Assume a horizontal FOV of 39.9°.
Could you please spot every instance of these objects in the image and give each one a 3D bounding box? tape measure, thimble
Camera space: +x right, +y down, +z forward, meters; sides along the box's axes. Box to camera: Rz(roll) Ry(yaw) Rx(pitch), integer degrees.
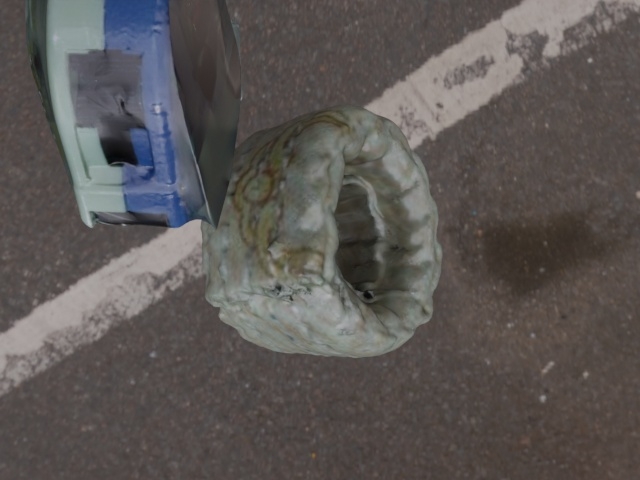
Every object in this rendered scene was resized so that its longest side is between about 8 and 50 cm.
[{"bbox_3d":[-0.175,-0.174,0.855,0.138,0.259,0.262,-5,137,7],"label":"tape measure"},{"bbox_3d":[0.000,0.000,1.045,0.195,0.291,0.291,-8,129,40],"label":"thimble"}]

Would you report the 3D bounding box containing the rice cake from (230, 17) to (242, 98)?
[{"bbox_3d":[-0.196,-0.330,1.705,0.038,0.211,0.124,22,143,-34],"label":"rice cake"}]
